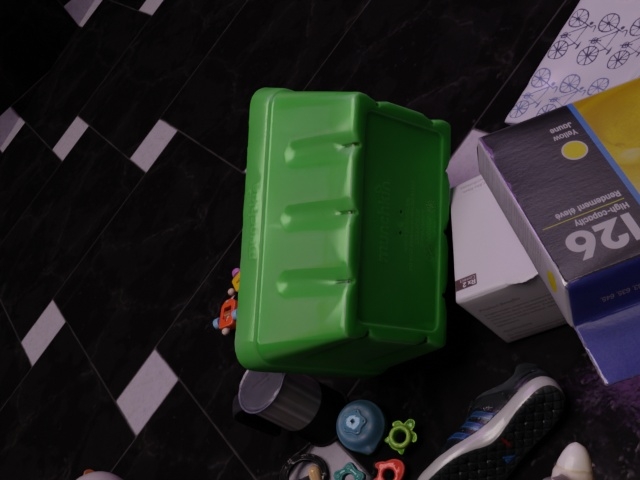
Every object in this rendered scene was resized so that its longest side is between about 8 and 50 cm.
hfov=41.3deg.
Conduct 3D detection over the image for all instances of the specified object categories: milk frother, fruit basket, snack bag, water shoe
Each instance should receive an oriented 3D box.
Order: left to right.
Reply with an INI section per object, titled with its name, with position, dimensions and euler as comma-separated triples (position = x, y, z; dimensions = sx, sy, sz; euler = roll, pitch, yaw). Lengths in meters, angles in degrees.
[milk frother]
position = -0.042, 0.249, 1.129
dimensions = 0.129, 0.135, 0.143
euler = -43, 37, 17
[fruit basket]
position = 0.000, 0.000, 1.152
dimensions = 0.392, 0.283, 0.392
euler = -16, 69, 49
[water shoe]
position = 0.190, 0.225, 0.970
dimensions = 0.203, 0.073, 0.080
euler = -41, 18, 7
[snack bag]
position = 0.442, -0.252, 1.101
dimensions = 0.323, 0.037, 0.342
euler = -56, 37, -5

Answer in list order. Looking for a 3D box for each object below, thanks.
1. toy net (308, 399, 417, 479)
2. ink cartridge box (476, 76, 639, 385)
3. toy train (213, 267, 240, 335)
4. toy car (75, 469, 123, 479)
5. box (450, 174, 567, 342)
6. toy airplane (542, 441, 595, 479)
[toy net]
position = 0.036, 0.319, 1.071
dimensions = 0.122, 0.045, 0.232
euler = 20, 78, 28
[ink cartridge box]
position = 0.356, -0.042, 0.862
dimensions = 0.304, 0.072, 0.307
euler = -20, 48, -1
[toy train]
position = -0.105, 0.089, 1.406
dimensions = 0.166, 0.046, 0.125
euler = -30, 43, 32
[toy car]
position = -0.328, 0.438, 1.286
dimensions = 0.219, 0.210, 0.238
euler = -53, 6, 23
[box]
position = 0.263, 0.000, 1.017
dimensions = 0.181, 0.119, 0.181
euler = -24, 45, 32
[toy airplane]
position = 0.317, 0.283, 0.599
dimensions = 0.386, 0.272, 0.384
euler = -34, 41, 23
